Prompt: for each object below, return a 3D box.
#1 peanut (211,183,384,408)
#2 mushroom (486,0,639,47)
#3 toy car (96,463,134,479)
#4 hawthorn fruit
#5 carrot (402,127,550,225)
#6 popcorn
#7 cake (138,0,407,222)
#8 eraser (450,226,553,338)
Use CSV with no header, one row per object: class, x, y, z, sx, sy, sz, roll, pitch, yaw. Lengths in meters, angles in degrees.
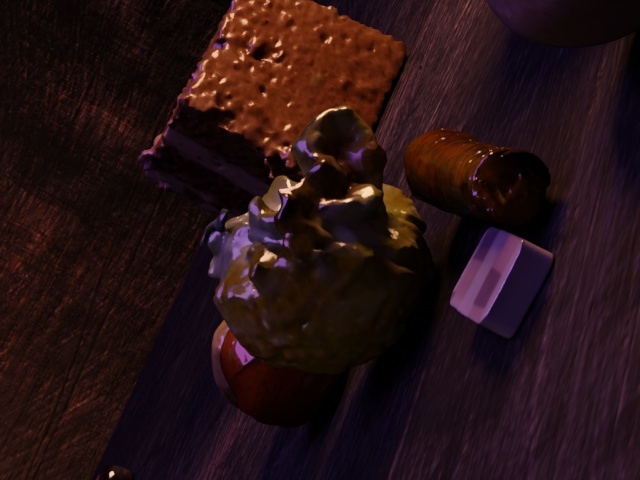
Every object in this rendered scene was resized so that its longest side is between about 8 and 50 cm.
peanut,-0.024,0.043,1.458,0.111,0.125,0.275,15,75,53
mushroom,0.180,-0.237,0.946,0.226,0.178,0.226,-49,17,20
toy car,-0.093,0.284,0.972,0.270,0.180,0.212,-172,100,-80
hawthorn fruit,-0.036,0.108,1.343,0.128,0.128,0.128,-60,9,15
carrot,0.114,-0.049,1.100,0.070,0.070,0.260,-62,9,2
popcorn,0.000,0.000,1.196,0.198,0.197,0.213,-83,1,-68
cake,-0.070,-0.175,1.981,0.282,0.255,0.290,-64,13,-23
eraser,0.120,0.027,0.974,0.065,0.026,0.105,-64,8,4
